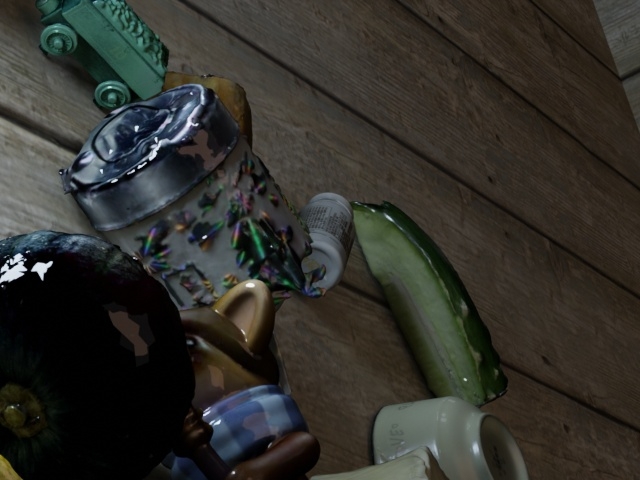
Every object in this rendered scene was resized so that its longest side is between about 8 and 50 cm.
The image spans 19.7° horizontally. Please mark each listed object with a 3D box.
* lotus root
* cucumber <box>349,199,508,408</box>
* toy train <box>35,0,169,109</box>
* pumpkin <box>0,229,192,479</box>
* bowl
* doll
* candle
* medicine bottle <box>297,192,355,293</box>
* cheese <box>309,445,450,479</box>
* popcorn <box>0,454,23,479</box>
[{"bbox_3d":[-0.130,-0.122,2.106,0.159,0.095,0.135,29,44,-44],"label":"lotus root"},{"bbox_3d":[0.147,0.074,2.467,0.325,0.105,0.145,62,24,3],"label":"cucumber"},{"bbox_3d":[-0.230,-0.211,1.976,0.172,0.099,0.070,47,29,-35],"label":"toy train"},{"bbox_3d":[-0.215,0.107,1.517,0.233,0.233,0.163,59,22,-11],"label":"pumpkin"},{"bbox_3d":[0.174,0.292,2.263,0.238,0.126,0.238,45,31,-37],"label":"bowl"},{"bbox_3d":[-0.095,0.219,1.703,0.209,0.318,0.340,-14,66,-21],"label":"doll"},{"bbox_3d":[-0.108,0.007,1.903,0.330,0.187,0.187,56,24,-20],"label":"candle"},{"bbox_3d":[0.000,0.000,2.258,0.079,0.079,0.140,55,24,-19],"label":"medicine bottle"},{"bbox_3d":[0.083,0.377,1.875,0.332,0.153,0.292,-59,129,-78],"label":"cheese"},{"bbox_3d":[-0.263,0.239,1.386,0.152,0.148,0.167,8,70,-33],"label":"popcorn"}]
